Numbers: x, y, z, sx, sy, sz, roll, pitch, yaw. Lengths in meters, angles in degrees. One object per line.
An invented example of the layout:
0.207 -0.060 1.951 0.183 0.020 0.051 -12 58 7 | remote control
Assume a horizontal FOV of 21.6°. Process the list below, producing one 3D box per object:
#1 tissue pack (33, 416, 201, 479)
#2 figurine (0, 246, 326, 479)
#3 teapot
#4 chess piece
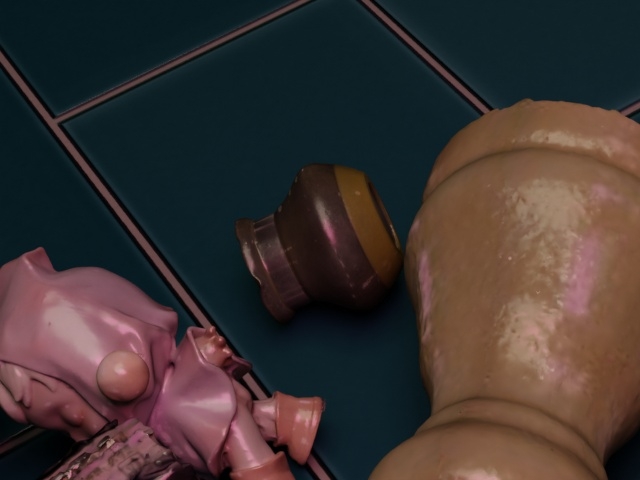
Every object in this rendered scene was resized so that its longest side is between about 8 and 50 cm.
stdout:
-0.164 0.295 1.015 0.332 0.245 0.123 -39 29 -15 | tissue pack
-0.131 0.109 1.264 0.276 0.200 0.133 26 69 -3 | figurine
0.000 0.000 1.395 0.119 0.130 0.166 -24 13 8 | teapot
0.134 0.122 1.143 0.234 0.234 0.442 7 43 16 | chess piece
